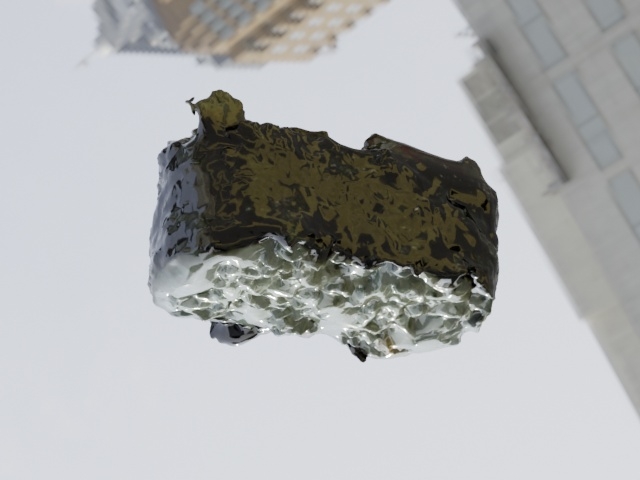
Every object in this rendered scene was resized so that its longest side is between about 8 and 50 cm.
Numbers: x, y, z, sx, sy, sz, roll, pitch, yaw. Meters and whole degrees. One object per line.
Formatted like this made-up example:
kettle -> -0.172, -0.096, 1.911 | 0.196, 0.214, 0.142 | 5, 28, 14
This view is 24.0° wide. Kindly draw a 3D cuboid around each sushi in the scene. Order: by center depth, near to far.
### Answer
sushi -> 0.000, 0.000, 0.913 | 0.213, 0.147, 0.115 | 7, -125, -16
